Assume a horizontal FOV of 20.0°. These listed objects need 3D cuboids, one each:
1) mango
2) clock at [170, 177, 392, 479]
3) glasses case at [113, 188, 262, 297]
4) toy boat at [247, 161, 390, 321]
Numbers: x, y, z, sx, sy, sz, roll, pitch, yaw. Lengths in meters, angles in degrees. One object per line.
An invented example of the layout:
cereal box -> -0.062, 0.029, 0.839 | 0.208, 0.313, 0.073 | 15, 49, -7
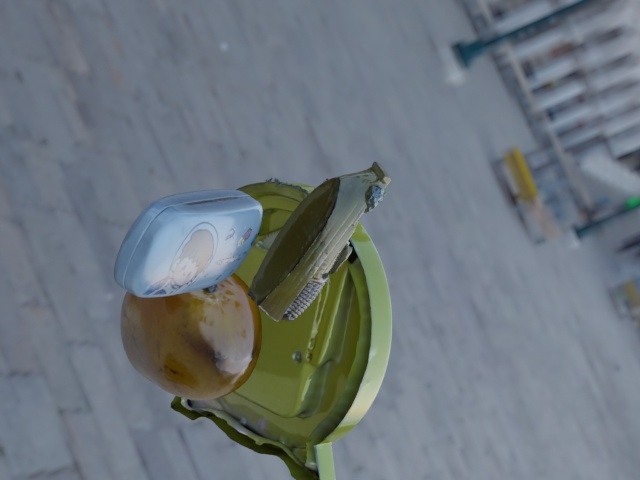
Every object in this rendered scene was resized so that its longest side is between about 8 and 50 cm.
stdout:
mango -> -0.135, 0.088, 1.767 | 0.219, 0.112, 0.144 | -19, -88, 60
clock -> -0.035, 0.082, 1.856 | 0.071, 0.293, 0.277 | -4, 27, -47
glasses case -> -0.091, 0.001, 1.282 | 0.045, 0.067, 0.178 | 31, 15, 17
toy boat -> 0.000, 0.000, 1.385 | 0.049, 0.149, 0.047 | 20, 25, -40
